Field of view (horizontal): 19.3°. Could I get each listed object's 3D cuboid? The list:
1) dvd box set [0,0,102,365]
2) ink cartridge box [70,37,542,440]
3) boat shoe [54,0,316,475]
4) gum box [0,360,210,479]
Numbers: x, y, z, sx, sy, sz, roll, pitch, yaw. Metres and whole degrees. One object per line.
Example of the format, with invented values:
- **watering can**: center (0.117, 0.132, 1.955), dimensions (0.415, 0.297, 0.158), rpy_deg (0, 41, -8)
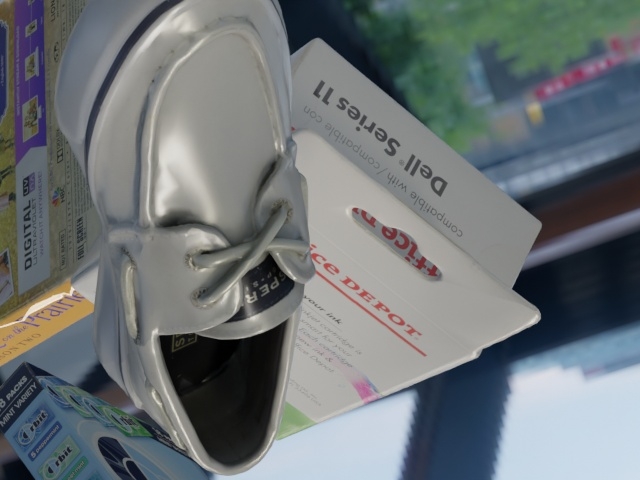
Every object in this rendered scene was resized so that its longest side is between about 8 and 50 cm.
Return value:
- **dvd box set**: center (-0.292, -0.037, 1.616), dimensions (0.062, 0.307, 0.420), rpy_deg (19, 144, -39)
- **ink cartridge box**: center (0.000, 0.000, 1.273), dimensions (0.353, 0.207, 0.119), rpy_deg (-29, -154, 56)
- **boat shoe**: center (-0.044, 0.000, 0.740), dimensions (0.096, 0.088, 0.267), rpy_deg (-23, 147, -26)
- **gum box**: center (-0.094, 0.162, 1.094), dimensions (0.041, 0.184, 0.157), rpy_deg (-49, 140, 5)
